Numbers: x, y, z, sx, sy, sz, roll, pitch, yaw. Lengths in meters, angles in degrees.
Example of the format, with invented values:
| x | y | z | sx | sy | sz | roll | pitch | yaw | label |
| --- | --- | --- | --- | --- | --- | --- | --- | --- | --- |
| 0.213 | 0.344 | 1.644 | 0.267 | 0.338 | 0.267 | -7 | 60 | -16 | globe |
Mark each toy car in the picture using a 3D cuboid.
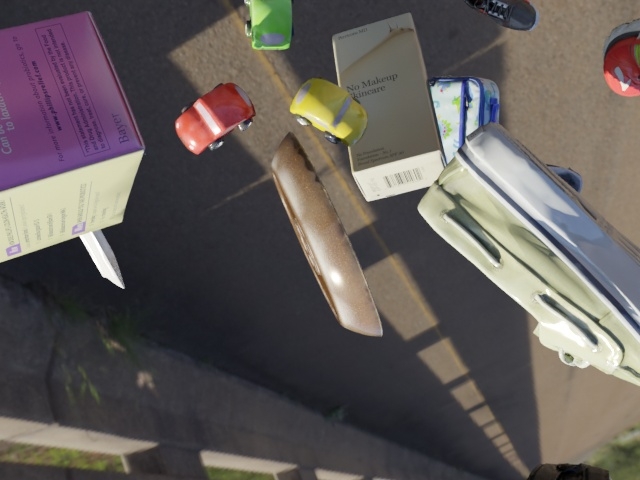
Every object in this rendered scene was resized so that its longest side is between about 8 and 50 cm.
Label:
| x | y | z | sx | sy | sz | roll | pitch | yaw | label |
| --- | --- | --- | --- | --- | --- | --- | --- | --- | --- |
| -0.060 | -0.223 | 0.940 | 0.239 | 0.225 | 0.053 | -3 | 177 | -9 | toy car |

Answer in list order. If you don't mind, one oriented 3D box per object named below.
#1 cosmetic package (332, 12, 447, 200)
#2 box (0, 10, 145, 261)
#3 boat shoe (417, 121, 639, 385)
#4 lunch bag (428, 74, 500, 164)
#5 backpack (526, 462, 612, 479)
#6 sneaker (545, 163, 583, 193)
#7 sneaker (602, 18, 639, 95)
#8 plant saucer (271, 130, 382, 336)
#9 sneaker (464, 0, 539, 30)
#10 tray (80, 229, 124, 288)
| x | y | z | sx | sy | sz | roll | pitch | yaw | label |
| --- | --- | --- | --- | --- | --- | --- | --- | --- | --- |
| 0.124 | -0.242 | 1.398 | 0.160 | 0.309 | 0.113 | -15 | 153 | 12 | cosmetic package |
| -0.282 | -0.055 | 0.608 | 0.243 | 0.117 | 0.213 | -21 | 175 | -22 | box |
| 0.200 | 0.044 | 0.571 | 0.094 | 0.302 | 0.109 | -48 | 164 | 21 | boat shoe |
| 0.270 | -0.219 | 1.549 | 0.176 | 0.219 | 0.090 | 10 | -168 | 42 | lunch bag |
| 0.305 | 0.357 | 0.953 | 0.152 | 0.115 | 0.182 | 5 | -158 | 23 | backpack |
| 0.322 | 0.001 | 0.992 | 0.099 | 0.282 | 0.153 | -63 | -172 | -22 | sneaker |
| 0.424 | -0.215 | 0.969 | 0.107 | 0.118 | 0.279 | 17 | 177 | -1 | sneaker |
| 0.000 | 0.000 | 1.075 | 0.050 | 0.310 | 0.310 | -24 | 158 | -3 | plant saucer |
| 0.312 | -0.414 | 1.379 | 0.065 | 0.158 | 0.061 | -30 | 145 | -47 | sneaker |
| -0.437 | -0.041 | 1.413 | 0.030 | 0.145 | 0.270 | -26 | 122 | -9 | tray |
